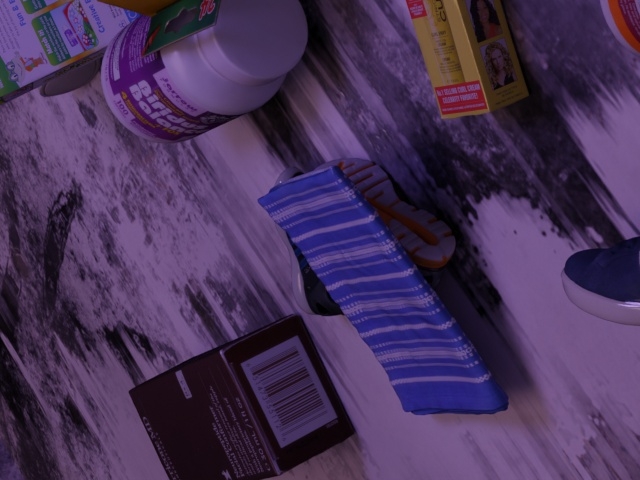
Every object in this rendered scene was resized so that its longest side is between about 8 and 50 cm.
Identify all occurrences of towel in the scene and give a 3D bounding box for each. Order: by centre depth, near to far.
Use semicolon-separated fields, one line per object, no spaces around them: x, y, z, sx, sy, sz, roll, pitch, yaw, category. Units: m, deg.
0.066;0.067;1.777;0.336;0.040;0.243;54;160;-9;towel

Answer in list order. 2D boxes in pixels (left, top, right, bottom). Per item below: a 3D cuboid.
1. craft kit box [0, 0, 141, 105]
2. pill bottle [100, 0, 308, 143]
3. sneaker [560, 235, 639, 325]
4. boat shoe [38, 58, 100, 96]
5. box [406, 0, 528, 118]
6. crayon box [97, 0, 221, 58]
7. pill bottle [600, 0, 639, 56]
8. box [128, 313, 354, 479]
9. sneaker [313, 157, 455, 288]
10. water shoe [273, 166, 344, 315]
-0.398;-0.345;2.133;0.061;0.246;0.250;116;130;-87;craft kit box
-0.139;-0.223;1.874;0.301;0.169;0.169;-16;97;61;pill bottle
0.341;-0.008;1.322;0.350;0.131;0.148;0;104;52;sneaker
-0.379;-0.286;2.278;0.079;0.095;0.254;64;161;10;boat shoe
0.130;-0.241;1.540;0.087;0.058;0.232;0;112;57;box
-0.162;-0.378;1.721;0.202;0.081;0.318;-12;67;59;crayon box
0.328;-0.207;1.186;0.221;0.121;0.121;0;111;58;pill bottle
-0.124;0.244;2.225;0.191;0.143;0.381;64;152;2;box
0.065;-0.017;1.788;0.215;0.084;0.083;44;149;32;sneaker
0.000;0.000;1.935;0.080;0.073;0.203;5;122;33;water shoe
